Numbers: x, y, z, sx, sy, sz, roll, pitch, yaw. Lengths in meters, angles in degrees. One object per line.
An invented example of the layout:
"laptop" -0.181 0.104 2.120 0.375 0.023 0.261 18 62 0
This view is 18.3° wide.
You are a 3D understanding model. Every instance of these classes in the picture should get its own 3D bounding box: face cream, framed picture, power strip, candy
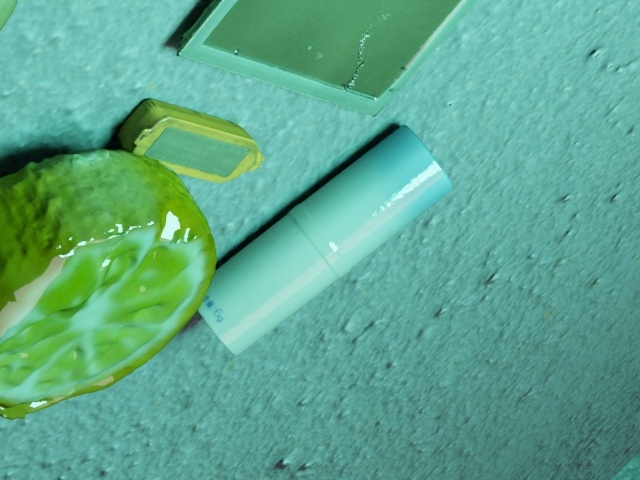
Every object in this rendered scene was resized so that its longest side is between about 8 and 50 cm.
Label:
"face cream" 0.000 0.000 1.785 0.250 0.077 0.077 -38 153 0
"framed picture" 0.037 -0.209 1.581 0.231 0.018 0.293 -49 151 18
"power strip" -0.098 -0.078 1.602 0.049 0.028 0.178 -48 151 18
"candy" -0.203 0.037 1.540 0.260 0.118 0.260 -24 156 -12

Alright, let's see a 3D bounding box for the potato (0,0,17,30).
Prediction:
"potato" -0.325 -0.135 1.028 0.326 0.221 0.243 -29 155 -13
